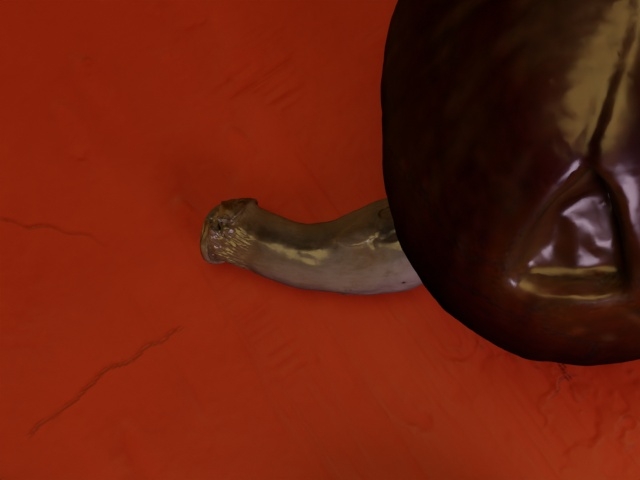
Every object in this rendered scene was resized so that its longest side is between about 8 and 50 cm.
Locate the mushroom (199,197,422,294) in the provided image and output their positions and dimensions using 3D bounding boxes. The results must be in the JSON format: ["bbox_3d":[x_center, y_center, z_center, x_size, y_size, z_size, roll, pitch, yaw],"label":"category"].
[{"bbox_3d":[-0.001,0.005,1.495,0.223,0.081,0.092,0,91,11],"label":"mushroom"}]

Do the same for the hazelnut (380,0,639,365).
[{"bbox_3d":[0.244,-0.107,1.343,0.402,0.402,0.429,8,60,11],"label":"hazelnut"}]
